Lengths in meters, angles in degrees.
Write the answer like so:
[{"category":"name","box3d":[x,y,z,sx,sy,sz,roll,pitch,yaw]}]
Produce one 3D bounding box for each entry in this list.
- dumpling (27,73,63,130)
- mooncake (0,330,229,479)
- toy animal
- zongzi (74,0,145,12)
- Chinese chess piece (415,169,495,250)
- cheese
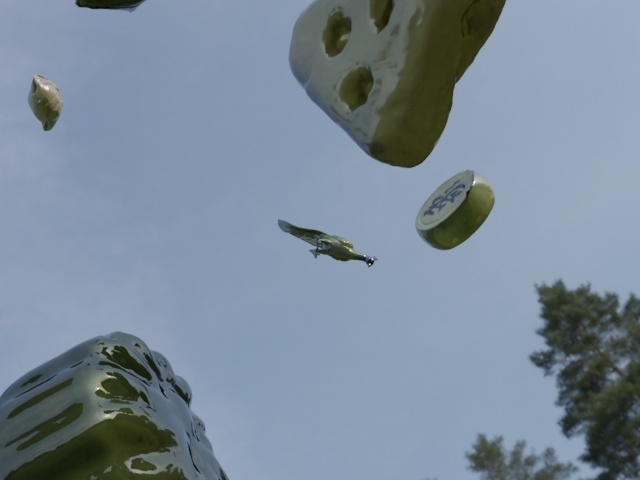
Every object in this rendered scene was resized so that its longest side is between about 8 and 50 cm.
[{"category":"dumpling","box3d":[-0.403,-0.206,1.212,0.043,0.059,0.077,-27,-89,21]},{"category":"mooncake","box3d":[-0.234,0.278,0.988,0.187,0.351,0.351,-28,-48,6]},{"category":"toy animal","box3d":[-0.008,0.002,1.422,0.075,0.217,0.041,-12,-62,-58]},{"category":"zongzi","box3d":[-0.270,-0.347,1.109,0.104,0.113,0.052,-17,-82,-45]},{"category":"Chinese chess piece","box3d":[0.219,-0.051,1.343,0.058,0.144,0.144,42,-82,-16]},{"category":"cheese","box3d":[0.091,-0.318,1.183,0.130,0.328,0.350,8,-69,-41]}]
